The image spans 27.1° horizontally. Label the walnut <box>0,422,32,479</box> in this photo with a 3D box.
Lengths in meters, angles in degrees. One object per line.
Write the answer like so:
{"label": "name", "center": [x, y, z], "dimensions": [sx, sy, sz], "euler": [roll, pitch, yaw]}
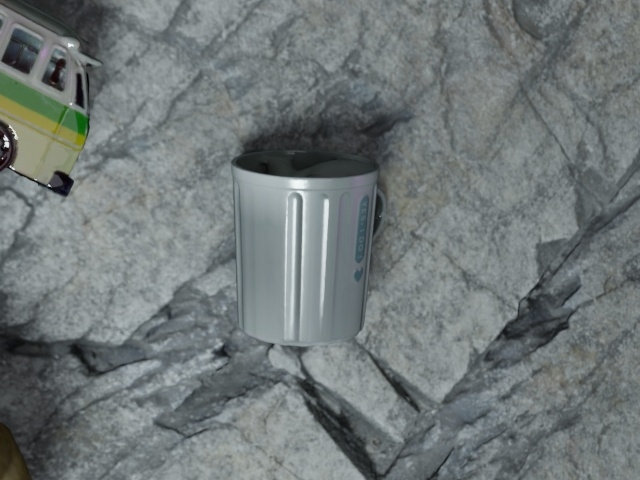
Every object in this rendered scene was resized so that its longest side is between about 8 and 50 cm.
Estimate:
{"label": "walnut", "center": [-0.450, 0.286, 1.258], "dimensions": [0.381, 0.381, 0.381], "euler": [-6, 104, -26]}

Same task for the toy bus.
{"label": "toy bus", "center": [-0.367, -0.175, 1.312], "dimensions": [0.305, 0.143, 0.179], "euler": [27, 86, -27]}

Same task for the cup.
{"label": "cup", "center": [0.004, 0.004, 1.528], "dimensions": [0.221, 0.167, 0.202], "euler": [-4, 106, -24]}
